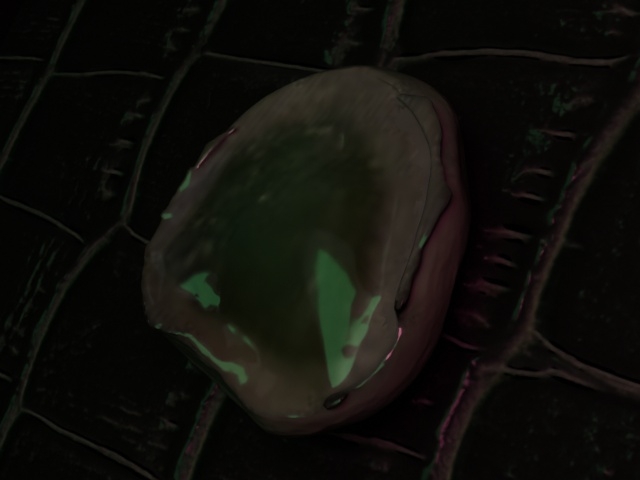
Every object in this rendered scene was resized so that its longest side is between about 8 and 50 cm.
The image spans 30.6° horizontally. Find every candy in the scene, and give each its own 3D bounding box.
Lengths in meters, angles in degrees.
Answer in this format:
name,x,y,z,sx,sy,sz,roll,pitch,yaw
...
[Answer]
name,x,y,z,sx,sy,sz,roll,pitch,yaw
candy,0.000,0.000,1.289,0.386,0.186,0.427,18,77,37
